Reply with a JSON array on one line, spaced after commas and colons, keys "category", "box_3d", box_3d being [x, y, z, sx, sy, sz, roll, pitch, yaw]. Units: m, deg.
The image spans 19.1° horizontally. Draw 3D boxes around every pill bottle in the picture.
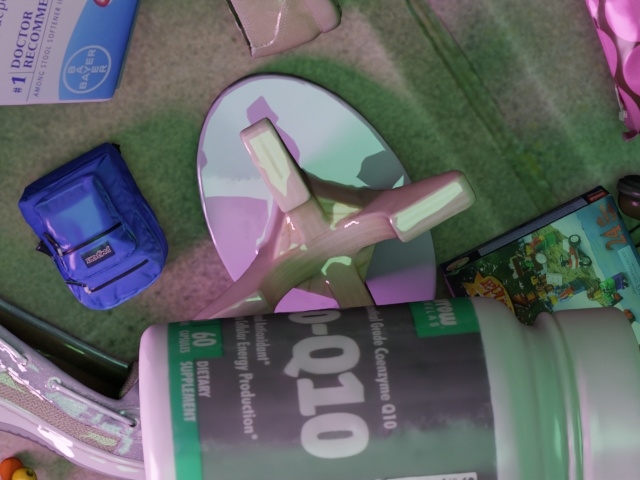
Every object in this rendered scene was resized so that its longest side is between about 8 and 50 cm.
[{"category": "pill bottle", "box_3d": [0.052, 0.148, 1.419, 0.361, 0.204, 0.204, -5, 102, -3]}]

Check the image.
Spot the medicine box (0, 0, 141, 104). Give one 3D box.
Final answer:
[{"category": "medicine box", "box_3d": [-0.276, -0.243, 1.401, 0.289, 0.149, 0.263, -7, 127, -39]}]

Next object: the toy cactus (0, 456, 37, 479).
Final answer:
[{"category": "toy cactus", "box_3d": [-0.282, 0.290, 1.653, 0.219, 0.112, 0.180, -25, 121, -1]}]

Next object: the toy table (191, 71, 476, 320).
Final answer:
[{"category": "toy table", "box_3d": [0.000, 0.000, 1.565, 0.252, 0.161, 0.274, -40, 103, 5]}]

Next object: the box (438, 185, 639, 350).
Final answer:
[{"category": "box", "box_3d": [0.225, 0.091, 1.657, 0.159, 0.044, 0.233, -27, 103, 1]}]

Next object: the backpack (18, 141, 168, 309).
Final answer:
[{"category": "backpack", "box_3d": [-0.187, -0.002, 1.583, 0.098, 0.101, 0.120, -26, 106, 9]}]

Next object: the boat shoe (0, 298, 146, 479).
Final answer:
[{"category": "boat shoe", "box_3d": [-0.198, 0.120, 1.602, 0.320, 0.118, 0.103, 21, 104, -1]}]

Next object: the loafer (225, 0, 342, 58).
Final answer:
[{"category": "loafer", "box_3d": [-0.095, -0.253, 1.533, 0.092, 0.102, 0.268, -43, 102, 0]}]

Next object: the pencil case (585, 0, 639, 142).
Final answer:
[{"category": "pencil case", "box_3d": [0.266, -0.189, 1.579, 0.098, 0.095, 0.209, -19, 101, 16]}]

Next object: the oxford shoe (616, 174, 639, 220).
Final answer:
[{"category": "oxford shoe", "box_3d": [0.346, 0.016, 1.631, 0.227, 0.083, 0.096, 27, 102, -8]}]
